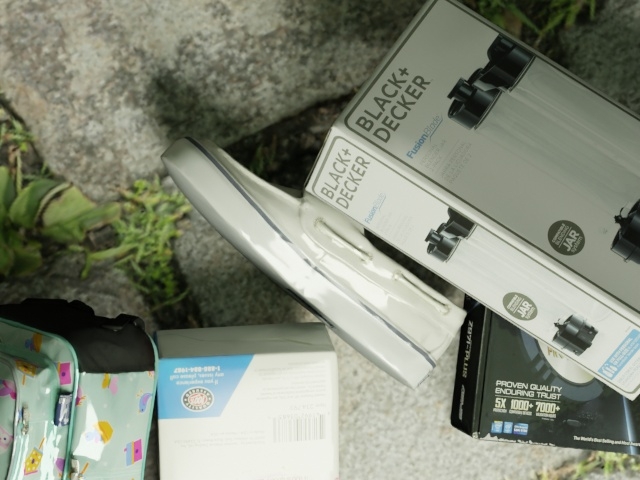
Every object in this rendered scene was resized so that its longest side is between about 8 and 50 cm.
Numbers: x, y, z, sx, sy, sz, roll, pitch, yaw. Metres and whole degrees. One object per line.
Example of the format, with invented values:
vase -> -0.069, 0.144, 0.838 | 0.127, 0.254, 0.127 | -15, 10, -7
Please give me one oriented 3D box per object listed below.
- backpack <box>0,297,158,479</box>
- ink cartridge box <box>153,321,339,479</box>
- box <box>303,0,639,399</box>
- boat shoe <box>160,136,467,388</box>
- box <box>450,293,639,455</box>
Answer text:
backpack -> -0.204, 0.148, 1.185 | 0.144, 0.165, 0.188 | -10, 104, -42
ink cartridge box -> -0.055, 0.184, 1.244 | 0.134, 0.078, 0.231 | -2, 104, -8
box -> 0.155, -0.036, 1.211 | 0.290, 0.087, 0.169 | 34, 57, 6
boat shoe -> 0.000, 0.000, 1.251 | 0.267, 0.096, 0.088 | 41, 82, -9
box -> 0.203, 0.087, 1.291 | 0.180, 0.077, 0.147 | 7, 90, -9
